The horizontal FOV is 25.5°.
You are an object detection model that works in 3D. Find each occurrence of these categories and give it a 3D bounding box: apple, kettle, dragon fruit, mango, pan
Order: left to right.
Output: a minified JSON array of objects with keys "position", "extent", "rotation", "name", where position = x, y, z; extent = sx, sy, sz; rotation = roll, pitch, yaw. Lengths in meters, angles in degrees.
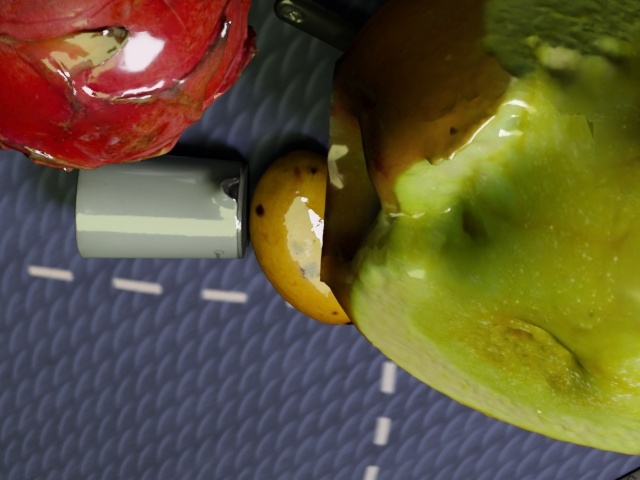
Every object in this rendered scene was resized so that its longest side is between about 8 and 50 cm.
[{"position":[-0.173,-0.166,1.043],"extent":[0.252,0.241,0.241],"rotation":[-1,135,26],"name":"dragon fruit"},{"position":[-0.138,-0.021,1.265],"extent":[0.148,0.098,0.127],"rotation":[3,128,0],"name":"kettle"},{"position":[-0.002,0.002,1.275],"extent":[0.115,0.090,0.178],"rotation":[-31,121,16],"name":"mango"},{"position":[0.064,-0.148,1.164],"extent":[0.235,0.028,0.136],"rotation":[27,130,-22],"name":"pan"},{"position":[0.168,-0.039,0.988],"extent":[0.374,0.384,0.374],"rotation":[-1,109,-2],"name":"apple"}]

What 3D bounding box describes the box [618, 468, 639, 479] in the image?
[{"position":[0.424,0.259,1.508],"extent":[0.129,0.033,0.247],"rotation":[35,128,-25],"name":"box"}]
